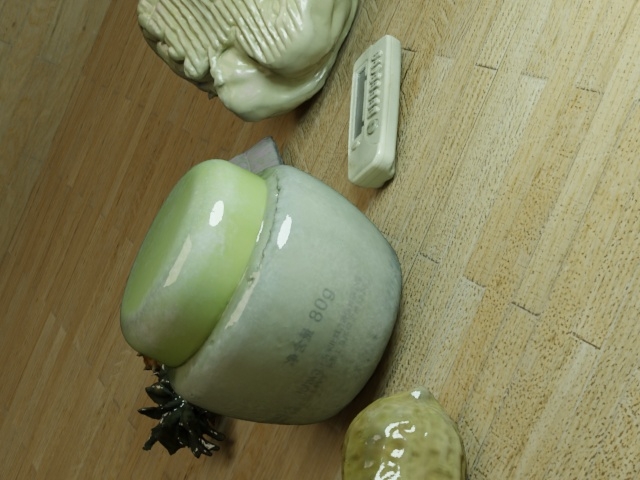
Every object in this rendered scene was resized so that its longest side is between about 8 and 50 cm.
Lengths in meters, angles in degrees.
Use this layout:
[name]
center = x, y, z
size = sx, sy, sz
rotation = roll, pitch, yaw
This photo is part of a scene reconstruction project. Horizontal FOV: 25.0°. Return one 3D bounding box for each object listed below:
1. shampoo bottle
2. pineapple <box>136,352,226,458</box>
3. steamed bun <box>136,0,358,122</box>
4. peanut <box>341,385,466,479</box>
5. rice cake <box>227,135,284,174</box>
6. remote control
[shampoo bottle]
center = -0.068, 0.069, 1.813
size = 0.322, 0.317, 0.322
rotation = -57, 16, 26
[pineapple]
center = -0.204, 0.199, 2.199
size = 0.169, 0.169, 0.341
rotation = -48, 42, 38
[steamed bun]
center = -0.094, -0.367, 2.304
size = 0.339, 0.247, 0.352
rotation = 47, 118, 23
[peanut]
center = 0.080, 0.291, 1.507
size = 0.159, 0.143, 0.291
rotation = -40, 33, 30
[rice cake]
center = -0.088, -0.067, 2.210
size = 0.106, 0.050, 0.298
rotation = -27, 28, 2
[remote control]
center = 0.079, -0.178, 2.014
size = 0.090, 0.049, 0.230
rotation = -41, 36, 47
